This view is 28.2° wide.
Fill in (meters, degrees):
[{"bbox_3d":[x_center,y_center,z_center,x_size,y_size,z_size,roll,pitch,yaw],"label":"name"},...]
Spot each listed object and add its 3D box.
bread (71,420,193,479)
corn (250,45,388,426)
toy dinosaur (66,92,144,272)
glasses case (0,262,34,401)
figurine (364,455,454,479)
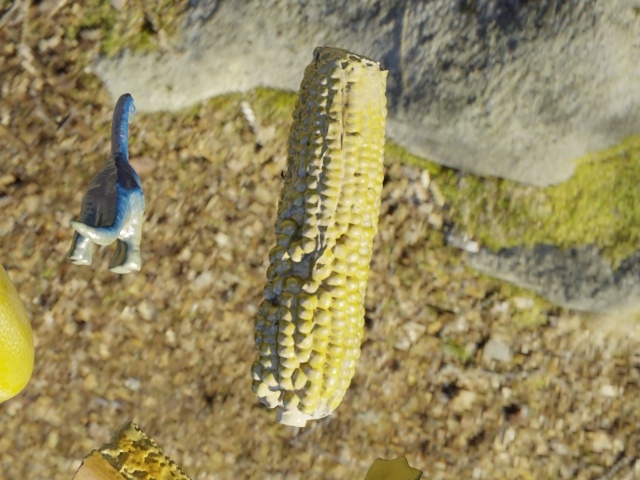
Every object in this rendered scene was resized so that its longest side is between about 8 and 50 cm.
[{"bbox_3d":[-0.225,0.324,1.455,0.169,0.140,0.160,44,120,0],"label":"bread"},{"bbox_3d":[0.000,0.000,0.951,0.086,0.086,0.288,9,95,11],"label":"corn"},{"bbox_3d":[-0.196,-0.065,1.196,0.075,0.247,0.188,6,86,-3],"label":"toy dinosaur"},{"bbox_3d":[-0.358,0.008,1.044,0.141,0.173,0.371,-19,128,10],"label":"glasses case"},{"bbox_3d":[0.136,0.345,1.316,0.215,0.215,0.228,-26,143,32],"label":"figurine"}]
